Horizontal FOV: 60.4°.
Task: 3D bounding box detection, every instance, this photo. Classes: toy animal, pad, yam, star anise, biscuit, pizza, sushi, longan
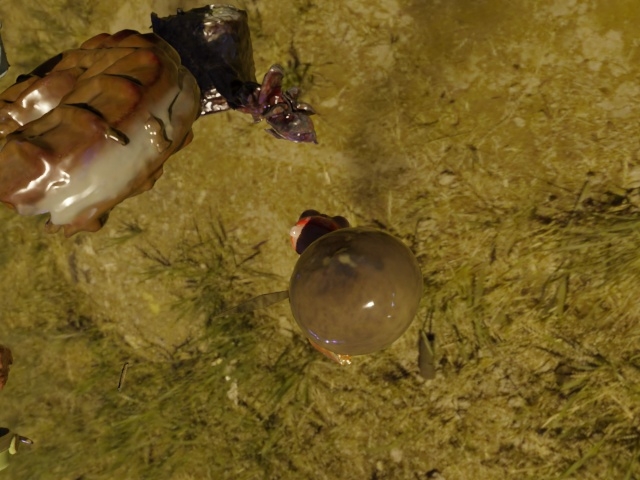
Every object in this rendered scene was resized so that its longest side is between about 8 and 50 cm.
[{"bbox_3d":[0.000,0.000,1.550,0.171,0.171,0.198,52,172,25],"label":"toy animal"},{"bbox_3d":[-0.188,0.197,1.761,0.330,0.220,0.004,-27,74,47],"label":"pad"},{"bbox_3d":[-0.557,0.384,1.548,0.014,0.014,0.107,38,117,34],"label":"yam"},{"bbox_3d":[-0.114,-0.299,1.186,0.282,0.212,0.129,22,93,33],"label":"star anise"},{"bbox_3d":[-0.277,-0.143,0.646,0.366,0.268,0.115,23,152,44],"label":"biscuit"},{"bbox_3d":[0.029,0.288,1.693,0.229,0.081,0.290,48,158,27],"label":"pizza"},{"bbox_3d":[-0.336,-0.533,1.626,0.281,0.299,0.294,-131,31,-58],"label":"sushi"},{"bbox_3d":[0.082,0.114,1.271,0.318,0.318,0.319,12,107,44],"label":"longan"}]

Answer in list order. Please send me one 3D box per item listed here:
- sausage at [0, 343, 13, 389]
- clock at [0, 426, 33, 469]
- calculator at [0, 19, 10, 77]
[{"bbox_3d":[-0.816,0.249,1.155,0.121,0.304,0.121,-165,90,-75],"label":"sausage"},{"bbox_3d":[-0.708,0.435,1.133,0.169,0.232,0.069,-4,87,12],"label":"clock"},{"bbox_3d":[-0.429,-0.225,0.624,0.246,0.045,0.141,-9,94,36],"label":"calculator"}]
